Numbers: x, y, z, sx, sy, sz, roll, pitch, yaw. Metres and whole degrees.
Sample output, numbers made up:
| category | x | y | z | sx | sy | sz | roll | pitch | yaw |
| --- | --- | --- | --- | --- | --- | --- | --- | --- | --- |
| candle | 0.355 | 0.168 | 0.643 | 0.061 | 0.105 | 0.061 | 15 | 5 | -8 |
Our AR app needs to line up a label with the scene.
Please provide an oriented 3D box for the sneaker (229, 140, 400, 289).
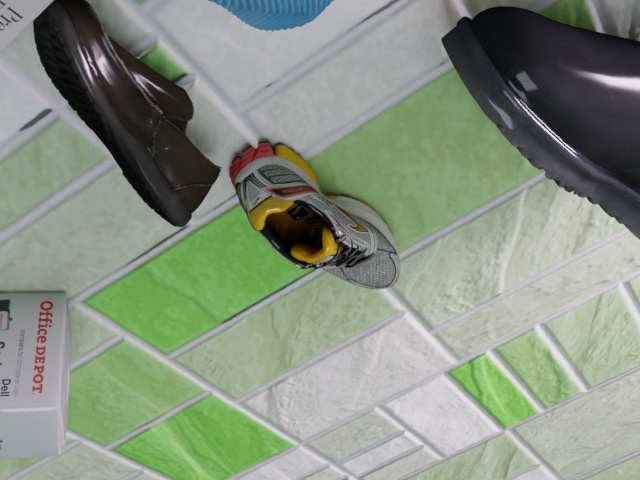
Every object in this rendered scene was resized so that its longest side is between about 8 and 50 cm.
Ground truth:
| category | x | y | z | sx | sy | sz | roll | pitch | yaw |
| --- | --- | --- | --- | --- | --- | --- | --- | --- | --- |
| sneaker | 0.000 | 0.000 | 0.732 | 0.088 | 0.093 | 0.225 | -39 | 131 | 23 |

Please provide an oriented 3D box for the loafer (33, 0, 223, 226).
| category | x | y | z | sx | sy | sz | roll | pitch | yaw |
| --- | --- | --- | --- | --- | --- | --- | --- | --- | --- |
| loafer | -0.150 | -0.110 | 0.608 | 0.078 | 0.080 | 0.220 | -43 | 137 | -18 |

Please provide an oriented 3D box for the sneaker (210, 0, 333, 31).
| category | x | y | z | sx | sy | sz | roll | pitch | yaw |
| --- | --- | --- | --- | --- | --- | --- | --- | --- | --- |
| sneaker | -0.071 | -0.211 | 0.510 | 0.228 | 0.092 | 0.087 | 0 | 145 | -44 |

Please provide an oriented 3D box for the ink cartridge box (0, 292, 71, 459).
| category | x | y | z | sx | sy | sz | roll | pitch | yaw |
| --- | --- | --- | --- | --- | --- | --- | --- | --- | --- |
| ink cartridge box | -0.356 | 0.131 | 0.727 | 0.208 | 0.153 | 0.087 | 1 | 133 | -17 |

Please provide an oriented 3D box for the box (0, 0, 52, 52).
| category | x | y | z | sx | sy | sz | roll | pitch | yaw |
| --- | --- | --- | --- | --- | --- | --- | --- | --- | --- |
| box | -0.314 | -0.120 | 0.551 | 0.324 | 0.063 | 0.067 | -34 | 134 | 19 |

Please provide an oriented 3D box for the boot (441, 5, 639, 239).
| category | x | y | z | sx | sy | sz | roll | pitch | yaw |
| --- | --- | --- | --- | --- | --- | --- | --- | --- | --- |
| boot | 0.361 | -0.210 | 0.577 | 0.367 | 0.146 | 0.445 | 21 | 129 | -41 |
